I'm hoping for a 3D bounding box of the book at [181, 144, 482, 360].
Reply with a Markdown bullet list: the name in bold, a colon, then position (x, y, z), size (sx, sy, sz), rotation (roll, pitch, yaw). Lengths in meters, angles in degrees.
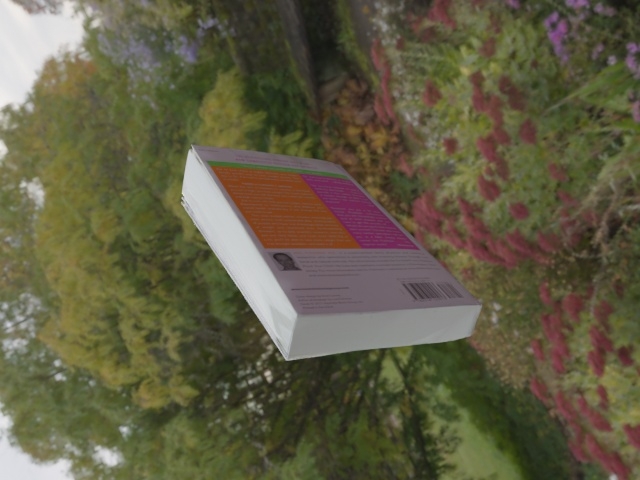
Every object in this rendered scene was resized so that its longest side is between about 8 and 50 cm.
- **book**: position (0.000, 0.000, 0.405), size (0.144, 0.096, 0.035), rotation (51, 134, 49)
